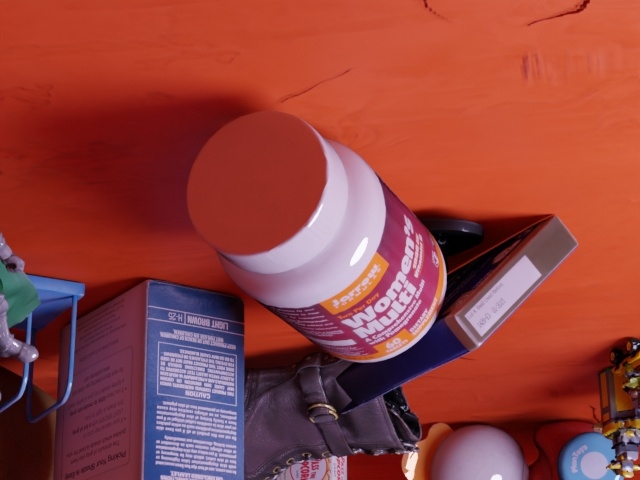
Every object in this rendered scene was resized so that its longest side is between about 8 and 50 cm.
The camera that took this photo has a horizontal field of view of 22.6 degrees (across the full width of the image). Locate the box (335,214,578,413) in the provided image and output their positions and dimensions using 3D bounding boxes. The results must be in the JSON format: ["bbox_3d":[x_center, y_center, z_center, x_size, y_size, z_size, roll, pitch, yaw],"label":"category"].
[{"bbox_3d":[0.096,0.064,1.278,0.036,0.136,0.225,50,146,-2],"label":"box"}]

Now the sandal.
[{"bbox_3d":[0.066,0.022,1.273,0.067,0.040,0.179,14,155,-33],"label":"sandal"}]

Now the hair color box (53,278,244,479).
[{"bbox_3d":[-0.151,0.226,1.378,0.105,0.347,0.174,13,156,-32],"label":"hair color box"}]

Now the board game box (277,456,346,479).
[{"bbox_3d":[-0.067,0.260,1.752,0.193,0.147,0.045,-8,158,22],"label":"board game box"}]

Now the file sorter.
[{"bbox_3d":[-0.303,0.088,1.356,0.170,0.104,0.118,10,157,-27],"label":"file sorter"}]

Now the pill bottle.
[{"bbox_3d":[0.000,0.000,1.104,0.121,0.121,0.221,-8,158,20],"label":"pill bottle"}]

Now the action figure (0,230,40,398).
[{"bbox_3d":[-0.267,0.031,1.197,0.063,0.137,0.232,22,147,21],"label":"action figure"}]

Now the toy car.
[{"bbox_3d":[0.204,0.292,1.797,0.238,0.210,0.219,11,172,6],"label":"toy car"}]

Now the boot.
[{"bbox_3d":[-0.011,0.206,1.591,0.229,0.091,0.263,-5,129,16],"label":"boot"}]

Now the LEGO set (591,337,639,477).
[{"bbox_3d":[0.436,0.209,1.556,0.331,0.192,0.255,9,157,-23],"label":"LEGO set"}]

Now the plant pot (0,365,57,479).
[{"bbox_3d":[-0.349,0.212,1.556,0.237,0.237,0.254,-8,172,21],"label":"plant pot"}]
